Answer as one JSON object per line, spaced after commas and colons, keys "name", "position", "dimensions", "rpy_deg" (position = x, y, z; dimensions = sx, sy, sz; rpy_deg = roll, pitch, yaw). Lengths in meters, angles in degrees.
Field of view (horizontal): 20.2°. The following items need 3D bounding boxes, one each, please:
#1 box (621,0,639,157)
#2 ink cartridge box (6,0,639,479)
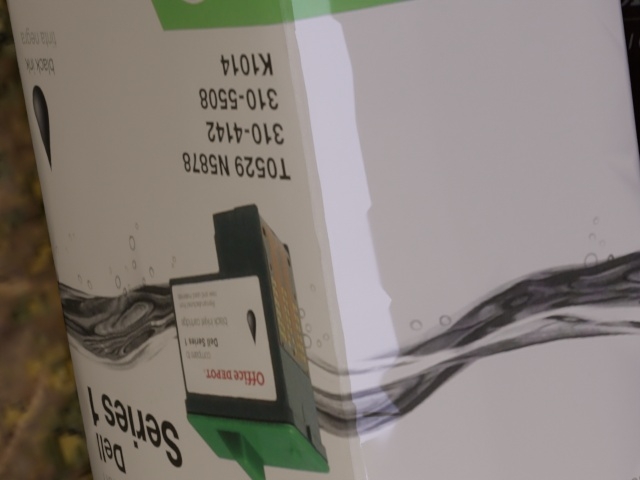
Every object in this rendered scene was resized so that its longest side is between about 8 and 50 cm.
{"name": "box", "position": [0.146, 0.022, 0.537], "dimensions": [0.167, 0.168, 0.203], "rpy_deg": [13, 87, -30]}
{"name": "ink cartridge box", "position": [0.000, 0.000, 0.451], "dimensions": [0.092, 0.160, 0.219], "rpy_deg": [-14, 101, -28]}
